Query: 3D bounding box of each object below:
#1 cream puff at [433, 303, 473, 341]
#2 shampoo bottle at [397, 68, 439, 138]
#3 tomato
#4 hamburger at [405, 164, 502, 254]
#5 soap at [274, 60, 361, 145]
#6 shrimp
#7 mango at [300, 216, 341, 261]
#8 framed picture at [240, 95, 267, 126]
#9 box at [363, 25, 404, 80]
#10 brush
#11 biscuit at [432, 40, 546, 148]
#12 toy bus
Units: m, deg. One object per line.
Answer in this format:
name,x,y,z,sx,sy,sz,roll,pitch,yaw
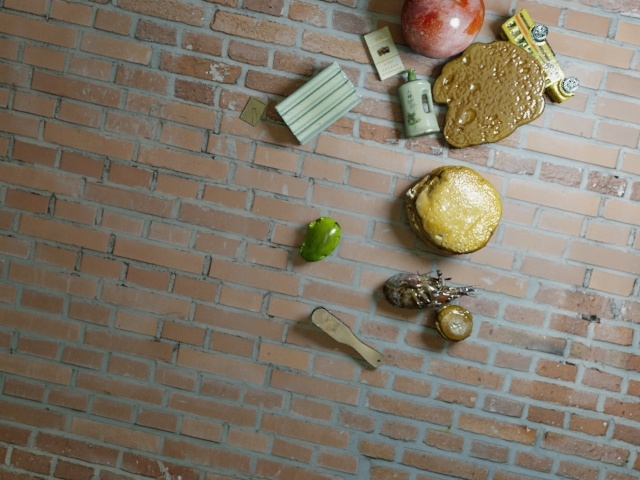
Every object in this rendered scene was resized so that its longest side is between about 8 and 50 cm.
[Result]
cream puff,0.468,0.288,1.769,0.143,0.103,0.126,31,96,0
shampoo bottle,0.333,-0.480,1.747,0.118,0.087,0.235,-11,92,5
tomato,0.395,-0.725,1.661,0.269,0.227,0.271,0,57,0
hamburger,0.448,-0.106,1.720,0.314,0.170,0.290,41,90,0
soap,-0.008,-0.475,1.754,0.265,0.087,0.160,-37,92,3
shrimp,0.390,0.167,1.757,0.342,0.116,0.145,-2,94,7
mango,0.001,0.000,1.772,0.178,0.100,0.119,-53,54,11
framed picture,-0.238,-0.461,1.800,0.066,0.006,0.089,28,93,-1
box,0.224,-0.658,1.773,0.089,0.024,0.167,-22,93,2
brush,0.097,0.344,1.808,0.327,0.065,0.070,39,86,-10
biscuit,0.560,-0.487,1.716,0.359,0.074,0.381,43,111,9
toy bus,0.740,-0.615,1.719,0.122,0.121,0.336,-31,91,11
